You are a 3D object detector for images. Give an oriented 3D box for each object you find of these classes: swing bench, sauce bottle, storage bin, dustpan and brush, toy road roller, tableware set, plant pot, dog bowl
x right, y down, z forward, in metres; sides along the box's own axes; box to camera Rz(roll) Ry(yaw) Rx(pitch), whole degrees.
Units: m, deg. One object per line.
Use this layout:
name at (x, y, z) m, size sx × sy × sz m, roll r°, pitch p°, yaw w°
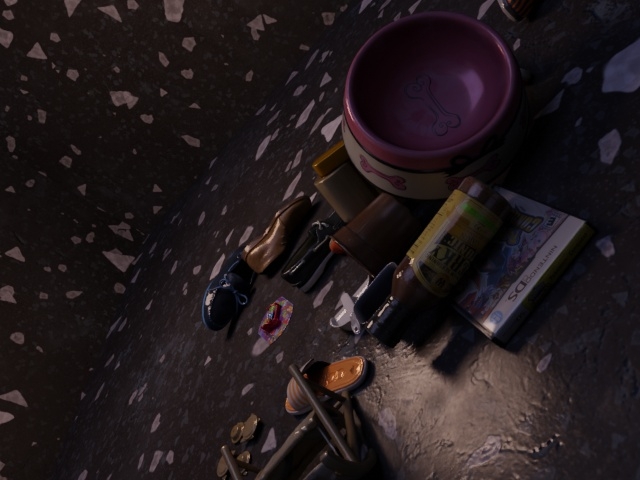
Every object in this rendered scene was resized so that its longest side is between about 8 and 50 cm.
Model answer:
swing bench at (-0.040, 0.426, 1.071) m, size 0.253 × 0.165 × 0.254 m, roll -50°, pitch 30°, yaw 11°
sauce bottle at (0.212, 0.047, 1.060) m, size 0.344 × 0.111 × 0.111 m, roll -55°, pitch 24°, yaw 6°
storage bin at (0.147, 0.126, 1.181) m, size 0.135 × 0.091 × 0.098 m, roll -50°, pitch 25°, yaw 10°
dustpan and brush at (0.077, 0.165, 1.297) m, size 0.147 × 0.060 × 0.211 m, roll -51°, pitch 24°, yaw 11°
toy road roller at (0.153, -0.209, 1.452) m, size 0.330 × 0.202 × 0.240 m, roll -36°, pitch 15°, yaw 13°
tableware set at (-0.204, 0.516, 1.426) m, size 0.141 × 0.020 × 0.168 m, roll -27°, pitch 38°, yaw 50°
plant pot at (0.135, -0.014, 1.311) m, size 0.165 × 0.167 × 0.167 m, roll -48°, pitch 24°, yaw 0°
dog bowl at (0.230, -0.295, 1.196) m, size 0.408 × 0.150 × 0.407 m, roll -4°, pitch 71°, yaw 12°

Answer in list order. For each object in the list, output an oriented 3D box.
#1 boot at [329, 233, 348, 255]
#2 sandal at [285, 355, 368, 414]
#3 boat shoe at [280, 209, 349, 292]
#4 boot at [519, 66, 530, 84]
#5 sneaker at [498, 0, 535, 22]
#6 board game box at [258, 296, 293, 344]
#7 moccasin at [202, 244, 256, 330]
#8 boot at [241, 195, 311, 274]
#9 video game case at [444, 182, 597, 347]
boot at (0.075, 0.017, 1.498) m, size 0.158 × 0.059 × 0.084 m, roll -25°, pitch 43°, yaw 47°
sandal at (-0.007, 0.302, 1.260) m, size 0.265 × 0.076 × 0.102 m, roll -36°, pitch 31°, yaw 37°
boat shoe at (0.000, 0.000, 1.609) m, size 0.302 × 0.091 × 0.114 m, roll -58°, pitch 21°, yaw -9°
boot at (0.380, -0.341, 1.376) m, size 0.244 × 0.088 × 0.176 m, roll 19°, pitch 106°, yaw 45°
sneaker at (0.556, -0.702, 1.431) m, size 0.180 × 0.125 × 0.321 m, roll -20°, pitch 42°, yaw 54°
board game box at (-0.143, 0.224, 1.664) m, size 0.133 × 0.033 × 0.169 m, roll -58°, pitch 25°, yaw -4°
moccasin at (-0.298, 0.142, 1.932) m, size 0.117 × 0.138 × 0.341 m, roll -22°, pitch 41°, yaw 45°
boot at (-0.121, -0.013, 1.885) m, size 0.305 × 0.112 × 0.115 m, roll -48°, pitch 55°, yaw 5°
video game case at (0.324, 0.030, 1.043) m, size 0.248 × 0.035 × 0.275 m, roll -53°, pitch 24°, yaw 6°
